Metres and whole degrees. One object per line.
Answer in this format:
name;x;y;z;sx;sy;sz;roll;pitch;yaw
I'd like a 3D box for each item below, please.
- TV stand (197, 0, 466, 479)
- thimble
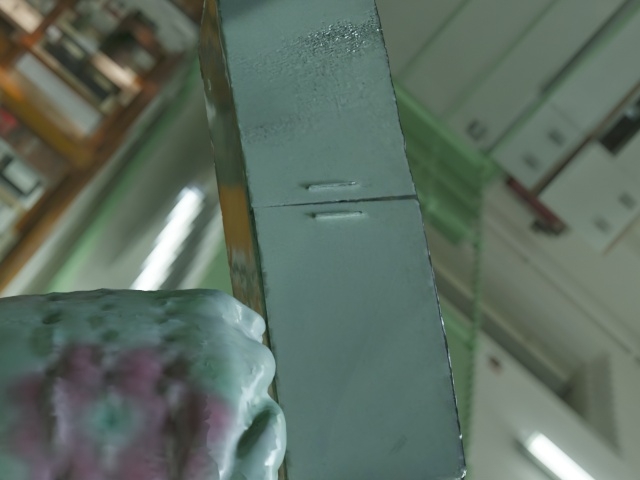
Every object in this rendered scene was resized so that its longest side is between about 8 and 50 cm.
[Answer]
TV stand;0.000;0.000;0.887;0.088;0.083;0.269;105;-23;-64
thimble;-0.080;0.110;0.651;0.149;0.185;0.211;-5;-178;-5
